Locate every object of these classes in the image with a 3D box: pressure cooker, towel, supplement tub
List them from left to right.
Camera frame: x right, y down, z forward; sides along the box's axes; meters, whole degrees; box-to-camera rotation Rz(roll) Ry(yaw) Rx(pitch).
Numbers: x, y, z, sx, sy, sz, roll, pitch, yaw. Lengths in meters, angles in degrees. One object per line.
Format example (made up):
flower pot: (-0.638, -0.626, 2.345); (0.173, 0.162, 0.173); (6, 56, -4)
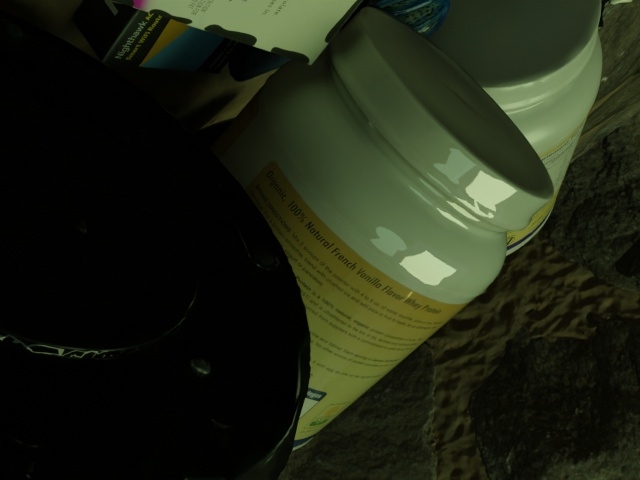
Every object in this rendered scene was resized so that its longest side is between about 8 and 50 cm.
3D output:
pressure cooker: (-0.262, 0.109, 0.491); (0.420, 0.370, 0.376); (-48, 159, 26)
towel: (-0.030, -0.188, 0.787); (0.119, 0.029, 0.067); (-29, 163, -32)
supplement tub: (0.000, 0.000, 0.677); (0.316, 0.228, 0.228); (-45, 164, 25)
supplement tub: (0.152, -0.140, 0.896); (0.241, 0.241, 0.331); (-34, 156, -13)

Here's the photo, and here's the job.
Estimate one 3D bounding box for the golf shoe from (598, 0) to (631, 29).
golf shoe: (0.392, -0.361, 1.115); (0.077, 0.094, 0.198); (-24, 159, -39)

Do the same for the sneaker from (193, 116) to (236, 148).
sneaker: (-0.167, -0.032, 0.791); (0.296, 0.104, 0.147); (-32, 171, -2)

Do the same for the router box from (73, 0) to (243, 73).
router box: (-0.074, -0.199, 0.610); (0.179, 0.046, 0.133); (-45, 162, 28)

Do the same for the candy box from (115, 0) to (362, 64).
candy box: (-0.056, -0.201, 0.471); (0.233, 0.071, 0.159); (9, 136, -44)

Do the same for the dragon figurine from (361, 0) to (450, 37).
dragon figurine: (0.056, -0.210, 0.688); (0.289, 0.144, 0.085); (-36, 165, -6)
